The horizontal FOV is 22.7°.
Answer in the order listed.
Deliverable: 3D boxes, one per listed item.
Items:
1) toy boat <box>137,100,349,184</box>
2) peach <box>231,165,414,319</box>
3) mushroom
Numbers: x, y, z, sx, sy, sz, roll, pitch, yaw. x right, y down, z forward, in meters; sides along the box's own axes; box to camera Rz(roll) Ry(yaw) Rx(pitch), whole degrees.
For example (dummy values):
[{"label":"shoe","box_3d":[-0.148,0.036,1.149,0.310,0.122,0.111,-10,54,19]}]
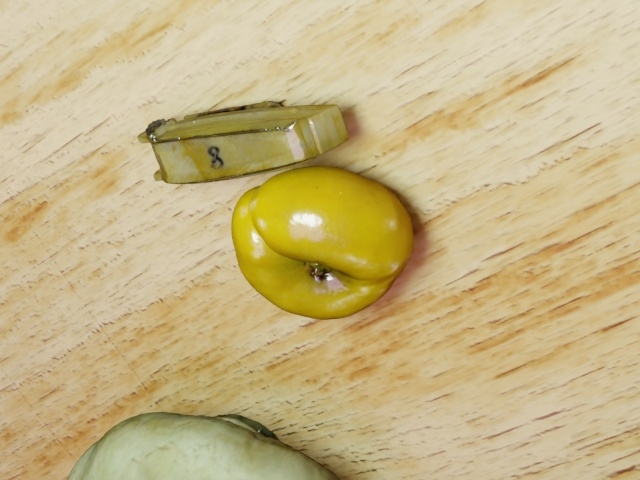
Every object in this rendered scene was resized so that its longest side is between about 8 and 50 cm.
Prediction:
[{"label":"toy boat","box_3d":[-0.074,-0.098,1.530,0.226,0.088,0.068,-7,111,31]},{"label":"peach","box_3d":[0.000,0.000,1.533,0.179,0.103,0.179,8,140,7]},{"label":"mushroom","box_3d":[-0.116,0.327,1.739,0.352,0.260,0.352,12,131,14]}]
